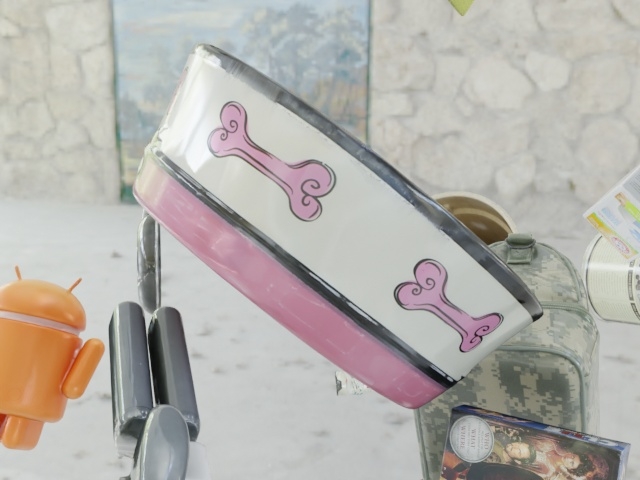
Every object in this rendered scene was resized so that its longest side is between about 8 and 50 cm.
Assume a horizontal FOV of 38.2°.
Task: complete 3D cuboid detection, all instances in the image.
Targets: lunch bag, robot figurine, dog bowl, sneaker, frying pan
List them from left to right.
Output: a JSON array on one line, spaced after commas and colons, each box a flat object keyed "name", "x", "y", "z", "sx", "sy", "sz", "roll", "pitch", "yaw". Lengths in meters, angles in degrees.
[{"name": "robot figurine", "x": -0.360, "y": 0.143, "z": 1.133, "sx": 0.158, "sy": 0.219, "sz": 0.128, "roll": -3, "pitch": -20, "yaw": 45}, {"name": "frying pan", "x": -0.295, "y": -0.023, "z": 1.616, "sx": 0.053, "sy": 0.326, "sz": 0.197, "roll": -1, "pitch": 5, "yaw": -8}, {"name": "dog bowl", "x": 0.000, "y": 0.000, "z": 0.876, "sx": 0.408, "sy": 0.150, "sz": 0.408, "roll": 38, "pitch": -2, "yaw": 1}, {"name": "sneaker", "x": 0.081, "y": 0.322, "z": 2.095, "sx": 0.075, "sy": 0.057, "sz": 0.161, "roll": -9, "pitch": -12, "yaw": 13}, {"name": "lunch bag", "x": 0.242, "y": 0.176, "z": 1.133, "sx": 0.212, "sy": 0.305, "sz": 0.256, "roll": 2, "pitch": 30, "yaw": 24}]

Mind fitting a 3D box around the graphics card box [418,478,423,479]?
[{"name": "graphics card box", "x": 0.099, "y": 0.616, "z": 1.710, "sx": 0.233, "sy": 0.371, "sz": 0.094, "roll": -12, "pitch": 40, "yaw": -31}]

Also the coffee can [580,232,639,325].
[{"name": "coffee can", "x": 0.679, "y": 0.076, "z": 1.794, "sx": 0.201, "sy": 0.201, "sz": 0.275, "roll": -7, "pitch": 6, "yaw": -34}]

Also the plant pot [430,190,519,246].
[{"name": "plant pot", "x": 0.342, "y": 0.097, "z": 2.058, "sx": 0.334, "sy": 0.334, "sz": 0.305, "roll": 9, "pitch": -12, "yaw": 34}]

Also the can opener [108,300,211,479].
[{"name": "can opener", "x": -0.128, "y": 0.135, "z": 0.751, "sx": 0.074, "sy": 0.093, "sz": 0.280, "roll": 12, "pitch": 25, "yaw": -22}]

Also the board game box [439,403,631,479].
[{"name": "board game box", "x": 0.186, "y": 0.292, "z": 0.867, "sx": 0.165, "sy": 0.243, "sz": 0.042, "roll": 9, "pitch": 1, "yaw": 28}]

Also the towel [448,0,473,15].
[{"name": "towel", "x": 0.192, "y": -0.393, "z": 1.293, "sx": 0.021, "sy": 0.102, "sz": 0.237, "roll": 37, "pitch": 11, "yaw": 21}]

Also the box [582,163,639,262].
[{"name": "box", "x": 0.509, "y": -0.054, "z": 1.438, "sx": 0.103, "sy": 0.114, "sz": 0.203, "roll": -41, "pitch": -8, "yaw": -8}]
